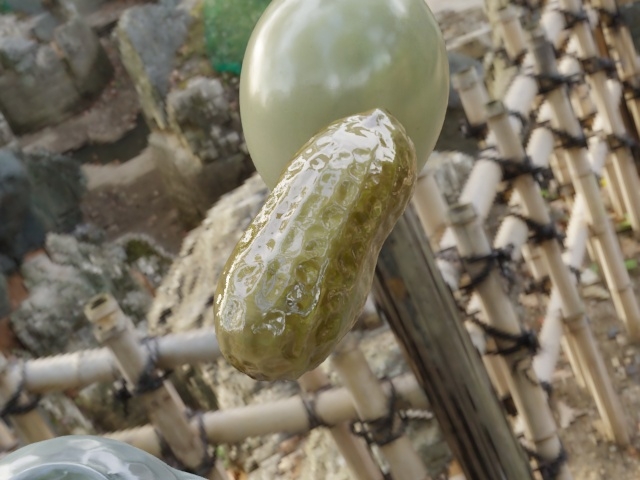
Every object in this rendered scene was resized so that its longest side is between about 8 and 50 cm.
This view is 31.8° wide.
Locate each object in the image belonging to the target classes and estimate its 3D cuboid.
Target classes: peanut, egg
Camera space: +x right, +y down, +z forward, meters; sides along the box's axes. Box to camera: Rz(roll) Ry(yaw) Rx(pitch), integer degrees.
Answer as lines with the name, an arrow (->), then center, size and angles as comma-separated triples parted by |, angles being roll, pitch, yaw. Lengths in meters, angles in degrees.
peanut -> 0.000, 0.000, 0.790 | 0.095, 0.108, 0.226 | 18, 65, 20
egg -> 0.020, -0.127, 1.004 | 0.186, 0.241, 0.186 | 5, 30, -3

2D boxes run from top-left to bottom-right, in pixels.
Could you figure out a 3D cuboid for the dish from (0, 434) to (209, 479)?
dish -> -0.235, 0.296, 1.046 | 0.303, 0.120, 0.303 | -1, 57, 2
